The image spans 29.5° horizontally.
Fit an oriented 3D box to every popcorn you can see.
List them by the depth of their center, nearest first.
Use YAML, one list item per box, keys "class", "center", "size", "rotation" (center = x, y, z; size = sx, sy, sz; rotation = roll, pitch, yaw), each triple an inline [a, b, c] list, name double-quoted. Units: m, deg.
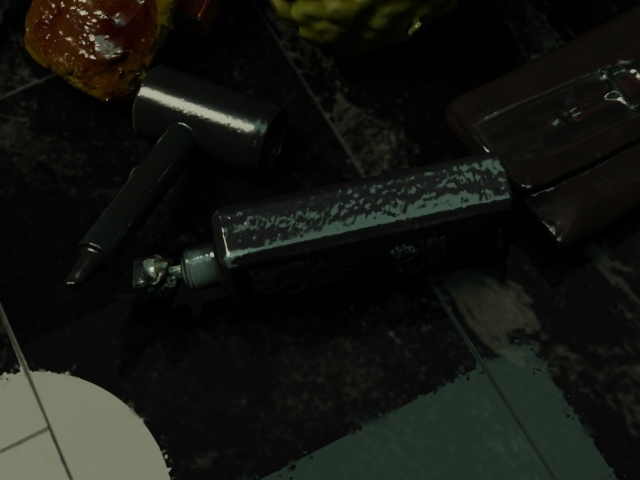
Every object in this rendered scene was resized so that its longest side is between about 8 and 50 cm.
- class: "popcorn"
  center: [0.042, -0.289, 1.068]
  size: [0.205, 0.251, 0.237]
  rotation: [-27, 66, -16]

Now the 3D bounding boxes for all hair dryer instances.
- class: "hair dryer"
  center: [-0.129, -0.041, 1.022]
  size: [0.128, 0.070, 0.255]
  rotation: [18, 51, 13]

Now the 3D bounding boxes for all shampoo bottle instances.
- class: "shampoo bottle"
  center: [0.000, 0.000, 0.994]
  size: [0.309, 0.098, 0.071]
  rotation: [-11, 65, -1]

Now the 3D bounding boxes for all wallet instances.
- class: "wallet"
  center: [0.246, -0.105, 1.060]
  size: [0.229, 0.049, 0.182]
  rotation: [-28, 59, -12]

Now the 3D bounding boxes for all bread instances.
- class: "bread"
  center: [-0.163, -0.260, 1.090]
  size: [0.139, 0.077, 0.271]
  rotation: [32, 103, 11]

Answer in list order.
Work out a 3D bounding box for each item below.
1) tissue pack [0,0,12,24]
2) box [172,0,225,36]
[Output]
- class: "tissue pack"
  center: [-0.468, -0.136, 1.099]
  size: [0.242, 0.125, 0.344]
  rotation: [15, 66, 12]
- class: "box"
  center: [-0.178, -0.364, 1.204]
  size: [0.265, 0.048, 0.273]
  rotation: [20, 76, 10]
